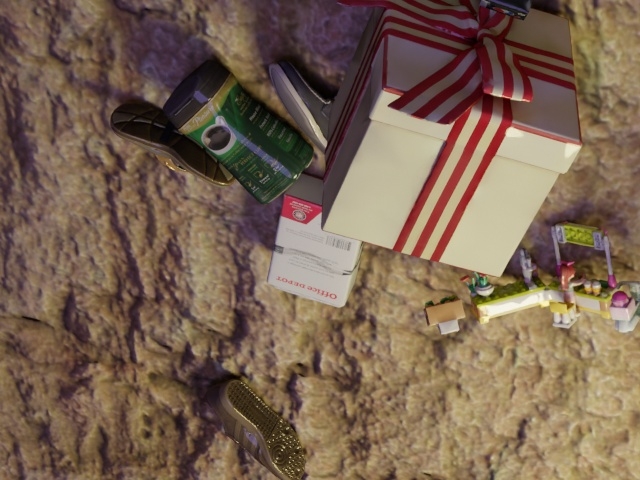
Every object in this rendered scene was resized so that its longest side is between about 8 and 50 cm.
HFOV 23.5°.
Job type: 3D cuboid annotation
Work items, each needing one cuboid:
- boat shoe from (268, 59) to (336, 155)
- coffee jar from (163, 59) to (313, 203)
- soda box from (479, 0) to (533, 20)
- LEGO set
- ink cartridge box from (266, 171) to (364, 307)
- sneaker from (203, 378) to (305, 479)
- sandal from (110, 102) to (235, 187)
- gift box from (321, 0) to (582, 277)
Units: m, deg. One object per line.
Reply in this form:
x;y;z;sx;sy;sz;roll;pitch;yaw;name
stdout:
0.014;-0.148;1.906;0.065;0.075;0.206;-39;103;-9;boat shoe
-0.104;-0.137;1.927;0.184;0.079;0.096;42;129;-13;coffee jar
0.218;-0.319;1.608;0.053;0.060;0.168;19;92;3;soda box
0.265;0.045;1.908;0.287;0.132;0.107;-1;115;27;LEGO set
0.000;0.000;1.998;0.109;0.063;0.150;18;128;6;ink cartridge box
-0.095;0.277;2.237;0.071;0.066;0.188;-19;112;47;sneaker
-0.187;-0.119;1.980;0.180;0.072;0.049;24;143;3;sandal
0.127;-0.139;1.702;0.276;0.255;0.258;12;133;-15;gift box
